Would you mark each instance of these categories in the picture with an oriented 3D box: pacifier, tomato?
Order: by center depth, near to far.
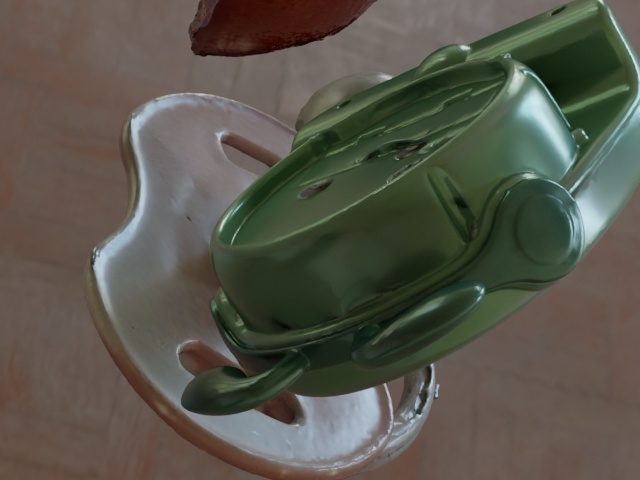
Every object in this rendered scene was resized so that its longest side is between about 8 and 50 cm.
[{"bbox_3d":[0.001,-0.175,0.970,0.099,0.173,0.189,19,58,-8],"label":"tomato"},{"bbox_3d":[-0.030,0.010,1.249,0.220,0.273,0.332,1,40,5],"label":"pacifier"}]

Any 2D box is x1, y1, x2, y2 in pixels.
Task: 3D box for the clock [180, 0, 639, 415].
[{"bbox_3d":[0.029,-0.007,0.638,0.060,0.148,0.188,59,34,-16],"label":"clock"}]
